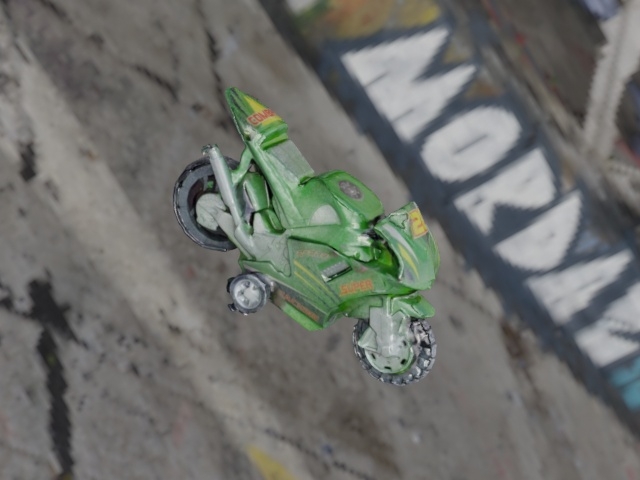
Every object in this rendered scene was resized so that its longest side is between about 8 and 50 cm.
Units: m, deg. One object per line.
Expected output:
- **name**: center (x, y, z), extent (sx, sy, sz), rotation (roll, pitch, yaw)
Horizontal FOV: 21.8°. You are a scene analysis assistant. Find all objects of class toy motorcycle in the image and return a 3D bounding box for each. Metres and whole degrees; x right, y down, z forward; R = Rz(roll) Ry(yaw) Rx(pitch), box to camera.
- **toy motorcycle**: center (0.000, 0.000, 0.964), extent (0.190, 0.106, 0.074), rotation (37, 29, 13)
